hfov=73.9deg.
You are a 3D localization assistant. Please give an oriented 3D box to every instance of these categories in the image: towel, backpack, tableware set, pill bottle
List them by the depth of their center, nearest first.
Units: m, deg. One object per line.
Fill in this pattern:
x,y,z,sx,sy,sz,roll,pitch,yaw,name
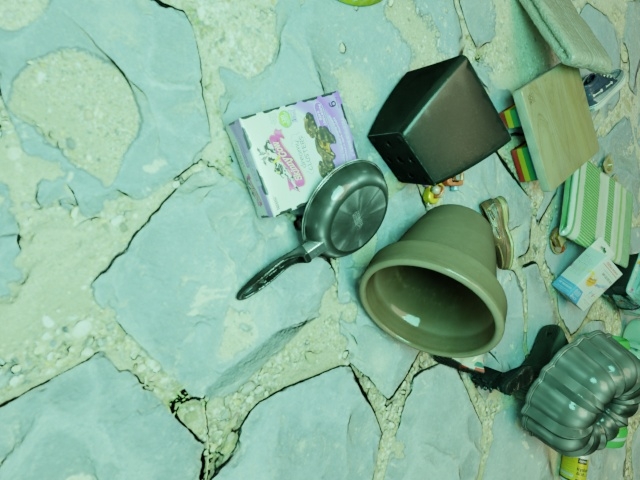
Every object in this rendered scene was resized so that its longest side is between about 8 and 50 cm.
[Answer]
0.595,-0.529,1.052,0.187,0.049,0.282,-5,66,-30,towel
0.722,0.627,1.209,0.065,0.065,0.116,16,83,-30,pill bottle
0.797,-0.081,1.221,0.324,0.038,0.248,19,77,-29,towel
0.974,0.145,1.302,0.188,0.144,0.166,43,66,-27,backpack
0.878,-0.178,1.305,0.141,0.020,0.169,-48,114,-21,tableware set

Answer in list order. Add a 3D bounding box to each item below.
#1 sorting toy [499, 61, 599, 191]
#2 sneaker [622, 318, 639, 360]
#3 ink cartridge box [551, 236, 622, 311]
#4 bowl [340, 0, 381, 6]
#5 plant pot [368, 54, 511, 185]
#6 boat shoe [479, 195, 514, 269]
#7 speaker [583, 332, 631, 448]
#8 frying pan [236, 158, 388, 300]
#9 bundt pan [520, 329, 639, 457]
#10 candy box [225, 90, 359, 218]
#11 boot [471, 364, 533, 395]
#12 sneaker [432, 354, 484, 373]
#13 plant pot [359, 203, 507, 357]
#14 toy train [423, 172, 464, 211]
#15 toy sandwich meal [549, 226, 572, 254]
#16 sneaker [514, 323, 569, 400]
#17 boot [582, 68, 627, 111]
0.574,-0.290,1.080,0.255,0.089,0.257,-33,107,-26,sorting toy
0.955,0.356,1.324,0.151,0.094,0.256,21,79,-26,sneaker
0.742,0.092,1.164,0.104,0.061,0.181,35,101,-28,ink cartridge box
0.087,-0.594,0.744,0.289,0.156,0.290,-1,91,-30,bowl
0.209,-0.208,0.820,0.167,0.188,0.187,-45,113,-9,plant pot
0.417,-0.014,1.017,0.060,0.064,0.178,-11,96,1,boat shoe
0.812,0.424,1.222,0.131,0.131,0.297,3,90,-31,speaker
0.002,-0.025,0.725,0.326,0.053,0.197,-25,134,-31,frying pan
0.658,0.391,1.038,0.330,0.124,0.331,-11,118,-22,bundt pan
-0.038,-0.147,0.729,0.196,0.070,0.165,-26,105,-28,candy box
0.425,0.319,1.003,0.121,0.099,0.045,-18,99,-31,boot
0.314,0.249,0.968,0.161,0.057,0.075,27,61,-27,sneaker
0.235,0.057,0.819,0.263,0.263,0.229,52,49,-21,plant pot
0.283,-0.086,0.937,0.125,0.046,0.166,0,91,-30,toy train
0.666,-0.002,1.177,0.085,0.029,0.086,-1,92,-31,toy sandwich meal
0.594,0.344,1.111,0.130,0.087,0.227,50,62,-15,sneaker
0.816,-0.461,1.230,0.190,0.069,0.086,-46,116,-20,boot
